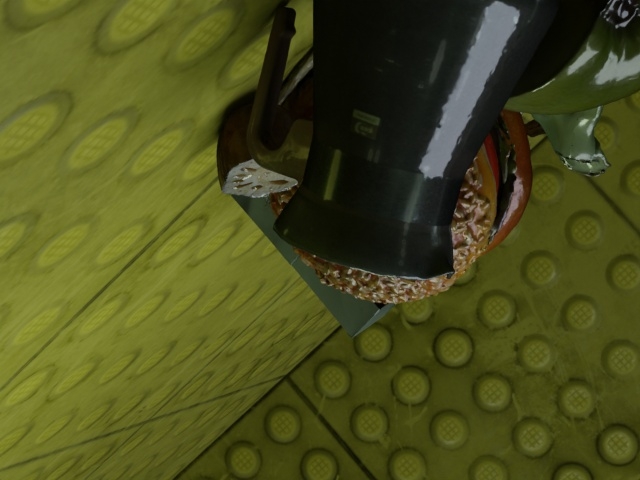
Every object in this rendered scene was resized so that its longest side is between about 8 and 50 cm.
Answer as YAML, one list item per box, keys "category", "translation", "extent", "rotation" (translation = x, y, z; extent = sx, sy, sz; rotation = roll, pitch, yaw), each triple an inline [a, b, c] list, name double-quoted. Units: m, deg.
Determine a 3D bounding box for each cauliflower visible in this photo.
- category: "cauliflower"
  translation: [0.359, -0.263, 2.179]
  extent: [0.260, 0.281, 0.327]
  rotation: [10, 150, -34]

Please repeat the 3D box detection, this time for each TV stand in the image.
- category: "TV stand"
  translation: [0.000, 0.000, 1.938]
  extent: [0.088, 0.269, 0.083]
  rotation: [-32, 167, -46]

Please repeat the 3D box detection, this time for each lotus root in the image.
- category: "lotus root"
  translation: [-0.069, -0.108, 1.677]
  extent: [0.112, 0.081, 0.122]
  rotation: [-3, 156, -15]

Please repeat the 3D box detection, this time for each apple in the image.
- category: "apple"
  translation: [0.279, -0.305, 1.523]
  extent: [0.312, 0.360, 0.320]
  rotation: [-16, 128, -5]

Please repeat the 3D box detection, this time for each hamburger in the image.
- category: "hamburger"
  translation: [0.099, -0.088, 1.788]
  extent: [0.250, 0.330, 0.330]
  rotation: [-26, 161, -53]

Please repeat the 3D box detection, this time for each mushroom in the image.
- category: "mushroom"
  translation: [0.013, -0.246, 1.668]
  extent: [0.028, 0.026, 0.286]
  rotation: [-2, 144, -49]

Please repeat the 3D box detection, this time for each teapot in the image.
- category: "teapot"
  translation: [0.066, -0.156, 1.424]
  extent: [0.253, 0.300, 0.344]
  rotation: [-1, 109, -56]

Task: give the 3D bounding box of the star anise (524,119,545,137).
- category: "star anise"
  translation: [0.330, -0.218, 2.580]
  extent: [0.237, 0.148, 0.346]
  rotation: [-39, 179, -25]
